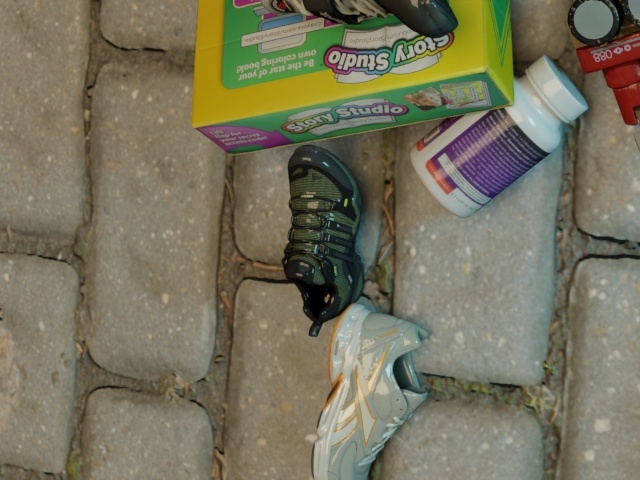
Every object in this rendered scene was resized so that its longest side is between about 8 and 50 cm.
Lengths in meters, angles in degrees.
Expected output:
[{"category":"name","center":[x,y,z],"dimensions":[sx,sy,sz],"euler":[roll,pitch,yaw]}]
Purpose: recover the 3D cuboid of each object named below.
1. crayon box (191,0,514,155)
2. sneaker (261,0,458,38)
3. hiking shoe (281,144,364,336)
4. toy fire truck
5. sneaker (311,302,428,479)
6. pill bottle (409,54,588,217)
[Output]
[{"category":"crayon box","center":[0.035,-0.285,1.553],"dimensions":[0.362,0.106,0.313],"euler":[-8,70,25]},{"category":"sneaker","center":[0.016,-0.280,1.433],"dimensions":[0.146,0.122,0.330],"euler":[-47,49,5]},{"category":"hiking shoe","center":[0.000,0.000,1.596],"dimensions":[0.086,0.114,0.227],"euler":[-1,117,23]},{"category":"toy fire truck","center":[0.399,-0.179,1.440],"dimensions":[0.217,0.158,0.246],"euler":[-15,106,29]},{"category":"sneaker","center":[0.065,0.214,1.624],"dimensions":[0.121,0.099,0.263],"euler":[10,98,19]},{"category":"pill bottle","center":[0.207,-0.123,1.533],"dimensions":[0.193,0.108,0.108],"euler":[-39,77,21]}]
